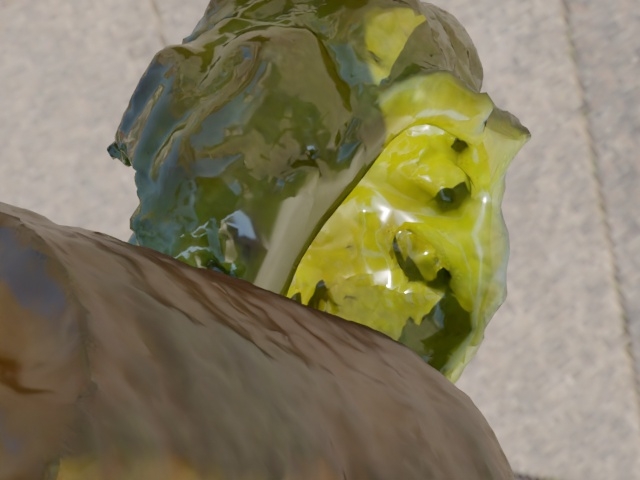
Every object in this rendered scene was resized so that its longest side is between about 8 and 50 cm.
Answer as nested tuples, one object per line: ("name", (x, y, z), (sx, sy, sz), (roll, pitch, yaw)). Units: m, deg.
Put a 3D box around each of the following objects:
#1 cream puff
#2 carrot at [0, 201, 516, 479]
("cream puff", (-0.001, 0.001, 0.908), (0.185, 0.282, 0.282), (28, 131, 11))
("carrot", (-0.077, 0.121, 0.578), (0.241, 0.340, 0.242), (-9, 74, 34))
